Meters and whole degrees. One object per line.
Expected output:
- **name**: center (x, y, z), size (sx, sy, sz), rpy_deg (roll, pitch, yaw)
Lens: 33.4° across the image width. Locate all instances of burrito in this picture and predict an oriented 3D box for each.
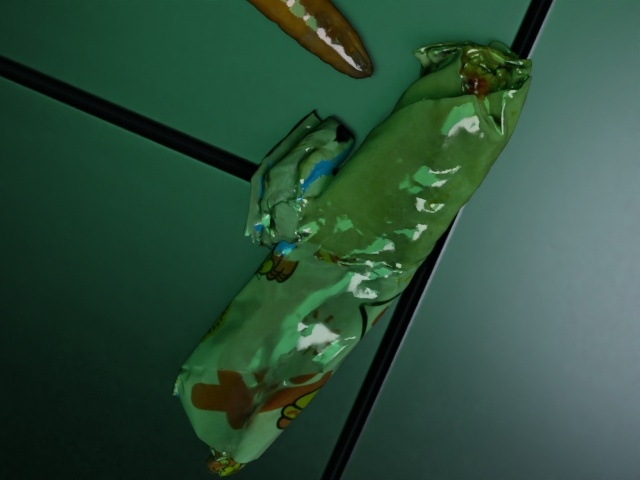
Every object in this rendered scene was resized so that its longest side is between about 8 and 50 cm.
- **burrito**: center (0.000, 0.000, 0.581), size (0.104, 0.054, 0.288), rpy_deg (39, 104, 1)

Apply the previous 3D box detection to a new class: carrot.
- **carrot**: center (-0.063, -0.179, 0.559), size (0.061, 0.061, 0.256), rpy_deg (-40, 103, 13)
